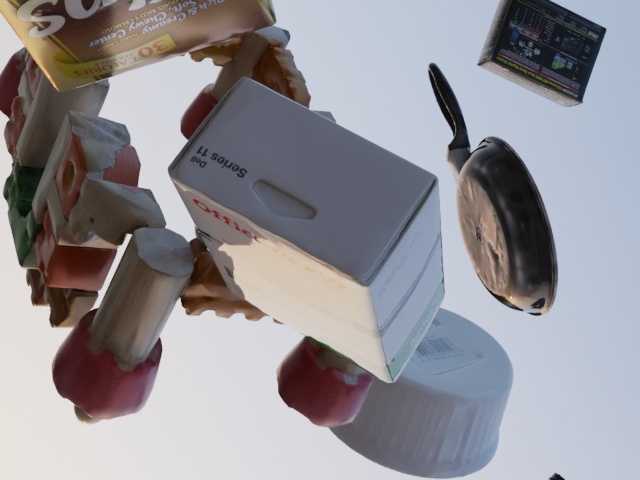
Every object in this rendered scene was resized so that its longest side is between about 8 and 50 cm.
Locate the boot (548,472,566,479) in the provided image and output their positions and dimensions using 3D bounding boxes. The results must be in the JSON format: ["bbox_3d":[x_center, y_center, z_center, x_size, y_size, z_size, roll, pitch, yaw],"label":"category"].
[{"bbox_3d":[0.316,0.375,1.509,0.121,0.099,0.045,38,-19,31],"label":"boot"}]

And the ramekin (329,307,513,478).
[{"bbox_3d":[0.142,0.202,1.643,0.277,0.277,0.135,51,-47,49],"label":"ramekin"}]

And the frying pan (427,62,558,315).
[{"bbox_3d":[0.172,-0.072,1.217,0.197,0.053,0.326,120,-48,-74],"label":"frying pan"}]

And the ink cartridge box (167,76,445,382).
[{"bbox_3d":[0.000,0.000,0.775,0.087,0.153,0.208,-56,162,-15],"label":"ink cartridge box"}]

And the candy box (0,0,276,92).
[{"bbox_3d":[-0.148,-0.229,0.756,0.316,0.183,0.087,71,2,-68],"label":"candy box"}]

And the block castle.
[{"bbox_3d":[-0.134,-0.033,1.083,0.213,0.303,0.453,-59,-141,34],"label":"block castle"}]

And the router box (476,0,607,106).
[{"bbox_3d":[0.244,-0.212,1.257,0.092,0.122,0.038,-69,-165,-8],"label":"router box"}]
